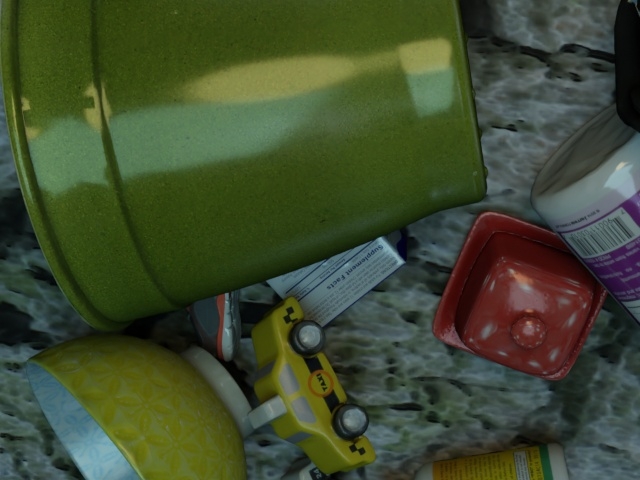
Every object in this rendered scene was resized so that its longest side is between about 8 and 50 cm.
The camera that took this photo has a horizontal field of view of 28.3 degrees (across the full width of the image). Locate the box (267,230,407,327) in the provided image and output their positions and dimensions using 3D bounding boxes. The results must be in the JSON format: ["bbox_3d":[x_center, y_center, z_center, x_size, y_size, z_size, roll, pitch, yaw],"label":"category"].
[{"bbox_3d":[0.000,0.000,1.311,0.126,0.072,0.137,-39,101,16],"label":"box"}]

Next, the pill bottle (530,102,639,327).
[{"bbox_3d":[0.359,0.015,1.230,0.169,0.169,0.301,-40,102,17],"label":"pill bottle"}]

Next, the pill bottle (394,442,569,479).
[{"bbox_3d":[0.169,0.292,1.376,0.208,0.117,0.117,-11,108,9],"label":"pill bottle"}]

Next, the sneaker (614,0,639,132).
[{"bbox_3d":[0.386,-0.045,1.063,0.169,0.258,0.447,-49,61,41],"label":"sneaker"}]

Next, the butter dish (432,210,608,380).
[{"bbox_3d":[0.209,0.074,1.293,0.160,0.118,0.160,20,110,-2],"label":"butter dish"}]

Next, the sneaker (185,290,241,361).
[{"bbox_3d":[-0.121,0.056,1.352,0.065,0.061,0.157,5,110,10],"label":"sneaker"}]

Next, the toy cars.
[{"bbox_3d":[-0.014,0.247,1.330,0.087,0.176,0.393,-24,124,-25],"label":"toy cars"}]

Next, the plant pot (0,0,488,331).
[{"bbox_3d":[-0.042,-0.127,1.114,0.353,0.366,0.366,-9,108,8],"label":"plant pot"}]

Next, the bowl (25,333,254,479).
[{"bbox_3d":[-0.162,0.201,1.332,0.156,0.289,0.289,-35,106,-23],"label":"bowl"}]
